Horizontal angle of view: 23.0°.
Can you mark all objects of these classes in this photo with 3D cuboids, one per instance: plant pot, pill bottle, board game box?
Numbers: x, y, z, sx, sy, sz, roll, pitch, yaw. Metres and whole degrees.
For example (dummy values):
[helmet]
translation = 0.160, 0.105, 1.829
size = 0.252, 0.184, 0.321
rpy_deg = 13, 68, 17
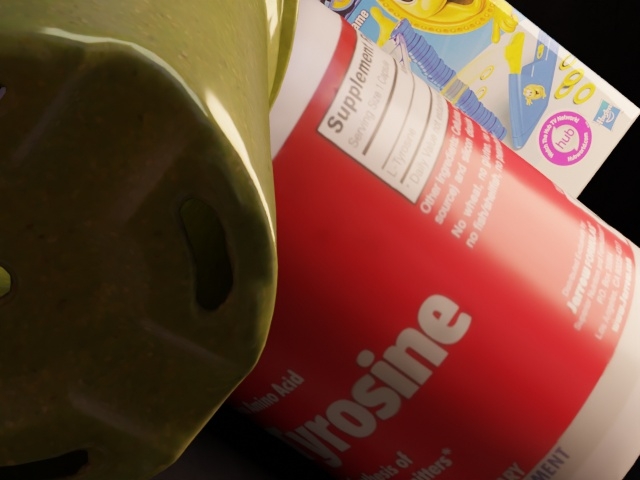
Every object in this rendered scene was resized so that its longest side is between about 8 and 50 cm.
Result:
[plant pot]
translation = -0.121, -0.043, 0.578
size = 0.276, 0.276, 0.254
rpy_deg = 34, 18, -27
[pill bottle]
translation = 0.000, 0.000, 0.949
size = 0.408, 0.229, 0.229
rpy_deg = 36, 6, -14
[board game box]
translation = 0.012, -0.063, 1.104
size = 0.302, 0.308, 0.086
rpy_deg = 35, 4, -17
